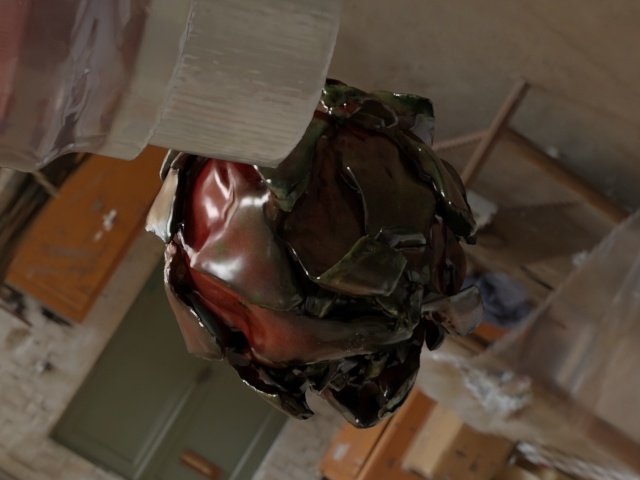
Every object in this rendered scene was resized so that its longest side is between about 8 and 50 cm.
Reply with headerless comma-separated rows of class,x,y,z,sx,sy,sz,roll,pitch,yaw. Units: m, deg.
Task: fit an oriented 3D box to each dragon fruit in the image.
dragon fruit,-0.003,-0.002,0.655,0.182,0.182,0.188,33,175,-8

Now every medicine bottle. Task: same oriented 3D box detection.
medicine bottle,-0.122,-0.098,0.431,0.247,0.147,0.147,12,176,-17
